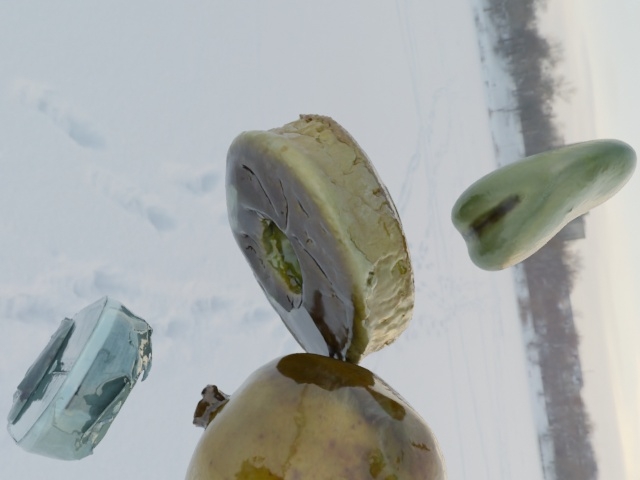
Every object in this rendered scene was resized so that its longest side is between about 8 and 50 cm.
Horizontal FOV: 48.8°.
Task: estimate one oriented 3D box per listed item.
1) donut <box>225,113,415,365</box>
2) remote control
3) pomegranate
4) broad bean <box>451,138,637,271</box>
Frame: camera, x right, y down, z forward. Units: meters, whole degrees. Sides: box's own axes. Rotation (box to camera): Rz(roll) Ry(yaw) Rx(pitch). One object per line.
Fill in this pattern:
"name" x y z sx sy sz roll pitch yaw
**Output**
"donut" 0.000 0.000 0.918 0.160 0.330 0.330 -24 110 -31
"remote control" -0.175 0.098 0.496 0.052 0.247 0.104 33 69 -17
"pomegranate" -0.005 0.268 0.775 0.307 0.307 0.307 -8 90 -75
"broad bean" 0.302 -0.066 0.949 0.121 0.263 0.189 56 -13 14
